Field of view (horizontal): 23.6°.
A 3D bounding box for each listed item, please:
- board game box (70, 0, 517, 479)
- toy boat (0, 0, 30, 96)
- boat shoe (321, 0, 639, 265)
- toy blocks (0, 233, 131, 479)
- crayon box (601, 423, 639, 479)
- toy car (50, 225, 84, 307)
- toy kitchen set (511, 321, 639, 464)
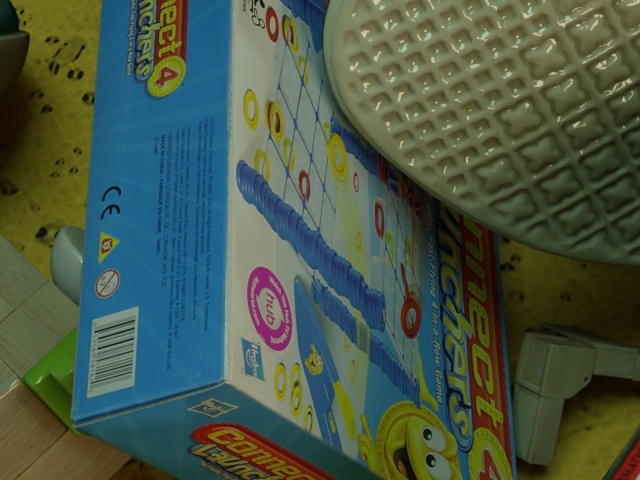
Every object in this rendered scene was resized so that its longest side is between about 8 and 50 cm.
[{"bbox_3d":[0.000,0.000,0.836,0.086,0.302,0.308,-17,58,26],"label":"board game box"},{"bbox_3d":[-0.238,-0.159,1.084,0.318,0.148,0.267,2,10,-9],"label":"toy boat"},{"bbox_3d":[0.220,-0.090,0.884,0.500,0.187,0.156,7,34,-25],"label":"boat shoe"},{"bbox_3d":[-0.273,0.100,0.903,0.261,0.191,0.381,-44,43,-11],"label":"toy blocks"},{"bbox_3d":[0.232,0.111,0.731,0.106,0.313,0.363,29,63,23],"label":"crayon box"},{"bbox_3d":[-0.065,0.003,0.956,0.136,0.182,0.159,43,97,15],"label":"toy car"},{"bbox_3d":[0.153,0.094,0.941,0.083,0.075,0.068,8,6,-24],"label":"toy kitchen set"}]
